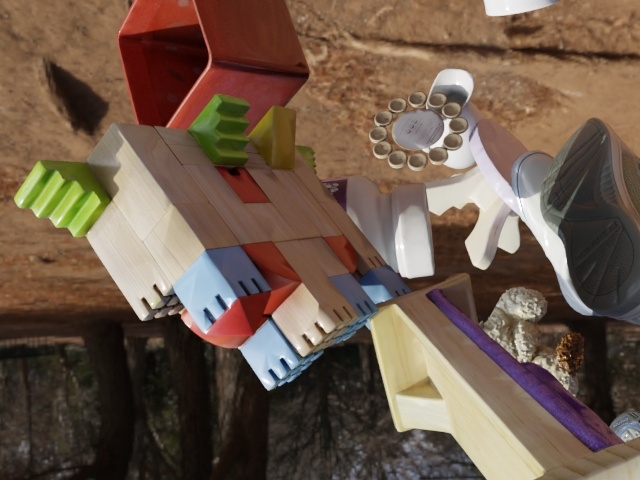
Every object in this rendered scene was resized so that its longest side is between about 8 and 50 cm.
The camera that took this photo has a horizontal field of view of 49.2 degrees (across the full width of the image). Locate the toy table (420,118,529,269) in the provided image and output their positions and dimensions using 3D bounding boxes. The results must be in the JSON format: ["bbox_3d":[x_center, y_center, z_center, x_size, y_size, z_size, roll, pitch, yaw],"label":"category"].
[{"bbox_3d":[0.313,-0.085,1.294,0.252,0.274,0.161,32,121,-13],"label":"toy table"}]

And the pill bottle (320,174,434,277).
[{"bbox_3d":[0.000,0.000,0.957,0.301,0.170,0.169,-7,174,10],"label":"pill bottle"}]

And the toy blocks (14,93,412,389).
[{"bbox_3d":[-0.058,0.020,0.695,0.191,0.261,0.381,-46,161,24],"label":"toy blocks"}]

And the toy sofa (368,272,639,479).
[{"bbox_3d":[0.177,0.148,0.586,0.177,0.150,0.362,-18,-164,-6],"label":"toy sofa"}]

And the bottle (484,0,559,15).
[{"bbox_3d":[0.145,-0.331,0.561,0.092,0.283,0.118,-26,-155,-24],"label":"bottle"}]

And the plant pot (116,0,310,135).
[{"bbox_3d":[-0.179,-0.320,1.229,0.235,0.267,0.267,-1,154,-39],"label":"plant pot"}]

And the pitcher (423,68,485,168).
[{"bbox_3d":[0.265,-0.220,1.439,0.125,0.178,0.207,26,163,30],"label":"pitcher"}]

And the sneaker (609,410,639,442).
[{"bbox_3d":[0.534,0.356,0.957,0.129,0.297,0.111,14,123,-38],"label":"sneaker"}]

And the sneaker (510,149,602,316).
[{"bbox_3d":[0.356,-0.012,0.990,0.094,0.258,0.091,-28,-177,0],"label":"sneaker"}]

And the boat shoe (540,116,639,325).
[{"bbox_3d":[0.333,-0.025,0.789,0.103,0.321,0.118,27,124,-16],"label":"boat shoe"}]

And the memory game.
[{"bbox_3d":[0.182,-0.206,1.302,0.186,0.186,0.012,-5,148,13],"label":"memory game"}]

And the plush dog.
[{"bbox_3d":[0.436,0.265,1.477,0.225,0.263,0.210,29,-137,28],"label":"plush dog"}]
